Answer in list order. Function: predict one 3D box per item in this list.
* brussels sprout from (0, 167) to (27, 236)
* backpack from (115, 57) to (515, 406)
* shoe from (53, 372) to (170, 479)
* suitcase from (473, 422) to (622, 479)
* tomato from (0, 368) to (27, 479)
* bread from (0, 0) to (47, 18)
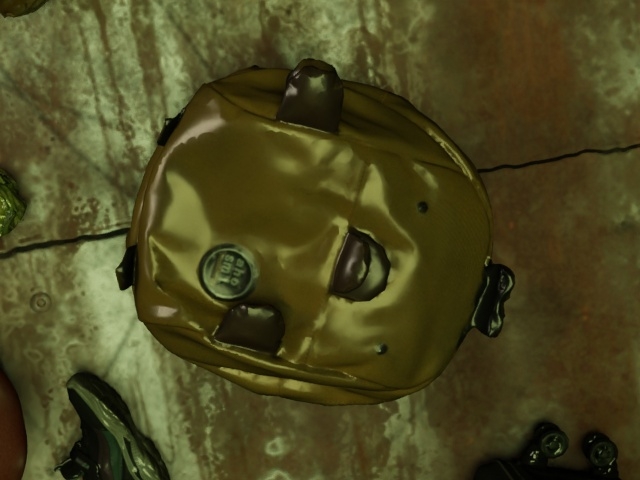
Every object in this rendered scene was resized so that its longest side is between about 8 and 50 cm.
[{"bbox_3d":[-0.336,-0.039,1.352,0.085,0.058,0.085,9,111,25],"label":"brussels sprout"},{"bbox_3d":[0.000,-0.003,1.319,0.378,0.201,0.353,13,103,-5],"label":"backpack"},{"bbox_3d":[-0.235,0.224,1.404,0.099,0.071,0.169,-32,105,3],"label":"shoe"},{"bbox_3d":[0.232,0.434,1.383,0.194,0.283,0.433,10,100,-11],"label":"suitcase"},{"bbox_3d":[-0.420,0.210,1.307,0.256,0.224,0.255,0,95,2],"label":"tomato"},{"bbox_3d":[-0.283,-0.404,1.231,0.277,0.167,0.324,43,92,-11],"label":"bread"}]
